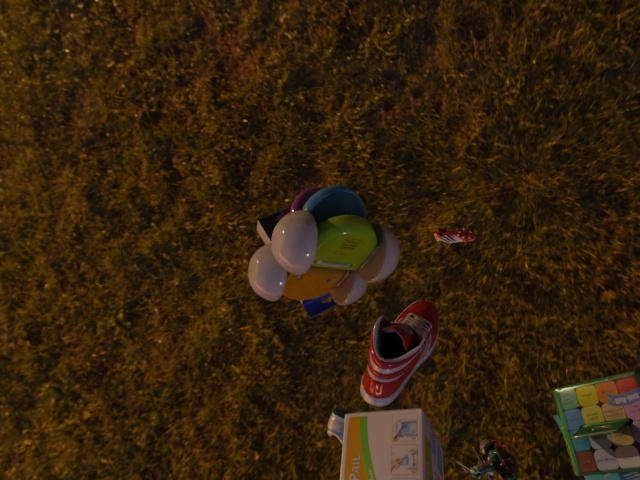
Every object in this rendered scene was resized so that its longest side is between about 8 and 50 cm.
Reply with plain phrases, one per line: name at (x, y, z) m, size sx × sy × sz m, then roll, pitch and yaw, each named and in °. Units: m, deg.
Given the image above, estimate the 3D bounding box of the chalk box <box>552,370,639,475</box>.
chalk box at (0.607, 0.373, 1.074) m, size 0.180 × 0.289 × 0.179 m, roll -29°, pitch 55°, yaw 40°

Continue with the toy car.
toy car at (0.000, 0.000, 0.678) m, size 0.182 × 0.159 × 0.136 m, roll -47°, pitch 43°, yaw 51°

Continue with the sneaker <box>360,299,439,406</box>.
sneaker at (0.073, 0.076, 0.440) m, size 0.042 × 0.118 × 0.067 m, roll 24°, pitch 135°, yaw 20°

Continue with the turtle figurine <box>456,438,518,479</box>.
turtle figurine at (0.462, 0.606, 1.384) m, size 0.118 × 0.175 × 0.234 m, roll -50°, pitch 40°, yaw 12°

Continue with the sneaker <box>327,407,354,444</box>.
sneaker at (0.129, 0.619, 1.674) m, size 0.229 × 0.087 × 0.092 m, roll 23°, pitch 101°, yaw 24°

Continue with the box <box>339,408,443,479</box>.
box at (0.087, 0.321, 0.631) m, size 0.103 × 0.203 × 0.114 m, roll -11°, pitch 134°, yaw 20°

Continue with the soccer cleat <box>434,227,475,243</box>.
soccer cleat at (0.281, -0.008, 1.112) m, size 0.083 × 0.035 × 0.029 m, roll 3°, pitch 57°, yaw 17°

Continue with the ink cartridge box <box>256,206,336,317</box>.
ink cartridge box at (-0.040, 0.049, 1.562) m, size 0.332 × 0.165 × 0.065 m, roll 56°, pitch 155°, yaw 21°

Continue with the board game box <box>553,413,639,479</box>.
board game box at (0.740, 0.522, 1.214) m, size 0.254 × 0.079 × 0.336 m, roll -30°, pitch 56°, yaw 20°
